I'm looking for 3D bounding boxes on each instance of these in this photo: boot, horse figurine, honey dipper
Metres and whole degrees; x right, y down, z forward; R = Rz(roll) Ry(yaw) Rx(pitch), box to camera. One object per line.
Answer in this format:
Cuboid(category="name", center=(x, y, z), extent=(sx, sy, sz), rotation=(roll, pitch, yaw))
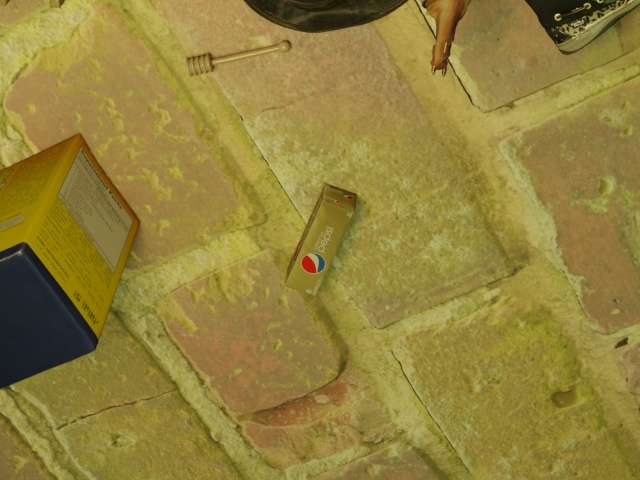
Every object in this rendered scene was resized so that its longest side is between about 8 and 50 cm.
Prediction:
Cuboid(category="boot", center=(0.376, -0.394, 1.612), extent=(0.179, 0.085, 0.236), rotation=(40, 117, -18))
Cuboid(category="horse figurine", center=(0.205, -0.374, 1.580), extent=(0.066, 0.174, 0.263), rotation=(26, 119, -13))
Cuboid(category="honey dipper", center=(-0.124, -0.279, 1.746), extent=(0.161, 0.030, 0.030), rotation=(-11, 121, 8))

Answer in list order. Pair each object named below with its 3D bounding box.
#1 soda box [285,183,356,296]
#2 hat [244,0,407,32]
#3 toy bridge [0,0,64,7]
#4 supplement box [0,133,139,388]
Cuboid(category="soda box", center=(0.000, 0.000, 1.896), extent=(0.058, 0.061, 0.181), rotation=(19, 121, -8))
Cuboid(category="hat", center=(0.007, -0.413, 1.593), extent=(0.332, 0.134, 0.331), rotation=(2, 122, 3))
Cuboid(category="toy bridge", center=(-0.461, -0.367, 1.689), extent=(0.188, 0.063, 0.026), rotation=(4, 123, 3))
Cuboid(category="supplement box", center=(-0.435, 0.027, 1.763), extent=(0.195, 0.356, 0.194), rotation=(-22, 118, 16))
